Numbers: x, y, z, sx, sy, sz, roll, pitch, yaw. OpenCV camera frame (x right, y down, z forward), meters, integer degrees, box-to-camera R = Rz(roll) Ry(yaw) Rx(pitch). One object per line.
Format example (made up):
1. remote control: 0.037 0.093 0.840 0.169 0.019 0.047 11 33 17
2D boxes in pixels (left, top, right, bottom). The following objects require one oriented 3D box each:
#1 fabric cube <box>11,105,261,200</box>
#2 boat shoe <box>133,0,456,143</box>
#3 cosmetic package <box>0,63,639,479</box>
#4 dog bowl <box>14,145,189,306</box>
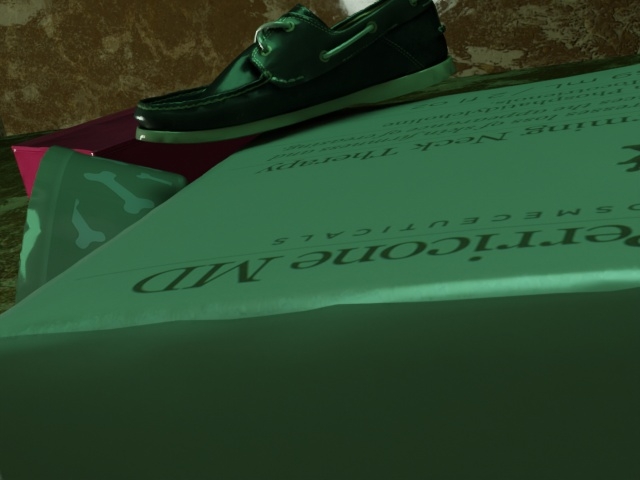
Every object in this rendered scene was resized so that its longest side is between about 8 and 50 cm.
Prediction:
1. fabric cube: -0.225 -0.040 1.423 0.254 0.258 0.259 -23 20 -34
2. boat shoe: -0.021 -0.121 0.716 0.233 0.079 0.084 -19 19 -16
3. cosmetic package: 0.092 0.106 0.583 0.329 0.327 0.393 -6 18 22
4. dog bowl: -0.150 0.103 0.787 0.102 0.348 0.349 0 16 -5
